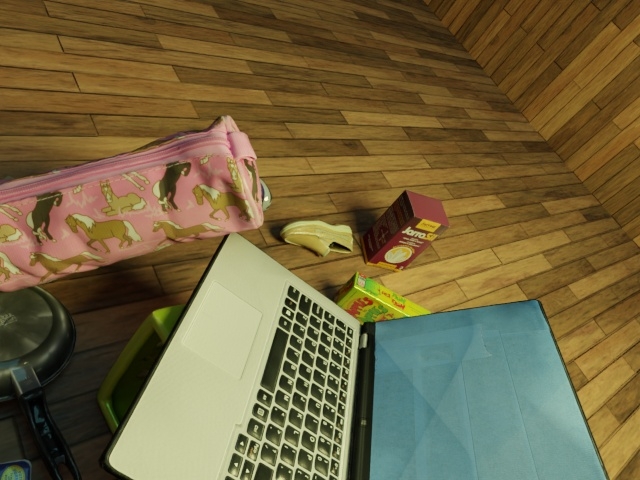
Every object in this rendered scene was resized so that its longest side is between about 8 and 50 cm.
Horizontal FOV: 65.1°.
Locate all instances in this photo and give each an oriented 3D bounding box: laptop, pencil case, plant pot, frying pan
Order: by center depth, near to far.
[{"bbox_3d":[0.064,0.137,0.568,0.407,0.236,0.382,37,29,-14],"label":"laptop"},{"bbox_3d":[-0.408,0.166,0.625,0.197,0.053,0.326,5,42,-33],"label":"frying pan"},{"bbox_3d":[-0.265,-0.050,0.671,0.385,0.160,0.167,-14,14,-1],"label":"pencil case"},{"bbox_3d":[-0.132,0.215,0.680,0.207,0.227,0.228,-16,63,-51],"label":"plant pot"}]

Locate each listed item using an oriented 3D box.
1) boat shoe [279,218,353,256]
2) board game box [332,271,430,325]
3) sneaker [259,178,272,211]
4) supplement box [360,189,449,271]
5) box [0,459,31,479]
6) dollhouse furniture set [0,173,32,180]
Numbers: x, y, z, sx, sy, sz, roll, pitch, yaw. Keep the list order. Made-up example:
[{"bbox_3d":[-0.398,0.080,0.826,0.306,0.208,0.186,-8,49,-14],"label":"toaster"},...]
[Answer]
[{"bbox_3d":[0.000,0.000,1.087,0.189,0.068,0.072,1,65,-36],"label":"boat shoe"},{"bbox_3d":[0.124,0.144,1.024,0.181,0.092,0.043,29,43,-12],"label":"board game box"},{"bbox_3d":[-0.197,-0.148,1.061,0.098,0.083,0.224,-24,71,-41],"label":"sneaker"},{"bbox_3d":[0.188,-0.017,1.142,0.104,0.188,0.081,13,47,-27],"label":"supplement box"},{"bbox_3d":[-0.425,0.312,0.509,0.225,0.036,0.137,6,51,-34],"label":"box"},{"bbox_3d":[-0.412,-0.101,0.842,0.160,0.101,0.182,31,41,-9],"label":"dollhouse furniture set"}]
